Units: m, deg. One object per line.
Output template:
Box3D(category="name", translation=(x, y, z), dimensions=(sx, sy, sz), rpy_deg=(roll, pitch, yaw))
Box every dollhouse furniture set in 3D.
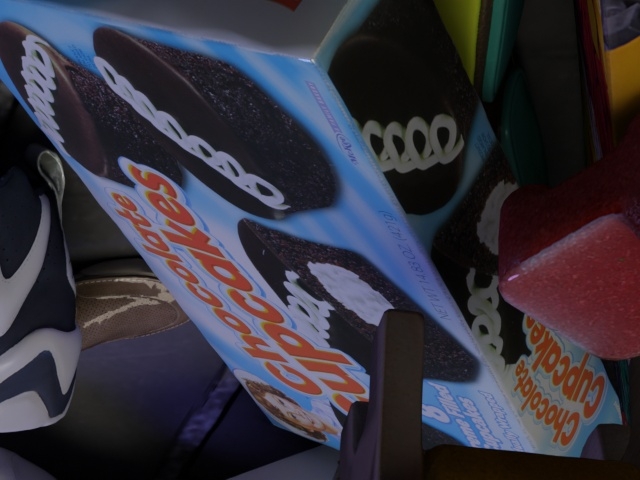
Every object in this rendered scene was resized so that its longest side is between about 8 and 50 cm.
Box3D(category="dollhouse furniture set", translation=(0.204, 0.077, 0.425), dimensions=(0.374, 0.152, 0.201), rpy_deg=(5, 140, -8))

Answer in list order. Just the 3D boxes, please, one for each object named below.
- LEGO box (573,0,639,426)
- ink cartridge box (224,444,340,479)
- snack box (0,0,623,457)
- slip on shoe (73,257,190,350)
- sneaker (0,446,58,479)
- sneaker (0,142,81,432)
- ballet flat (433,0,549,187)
Box3D(category="LEGO box", translation=(0.331, -0.096, 0.493), dimensions=(0.500, 0.193, 0.372), rpy_deg=(-9, 139, 8))
Box3D(category="ink cartridge box", translation=(0.041, 0.198, 0.829), dimensions=(0.278, 0.117, 0.201), rpy_deg=(-18, 140, -11))
Box3D(category="snack box", translation=(0.000, 0.000, 0.631), dimensions=(0.187, 0.060, 0.322), rpy_deg=(16, 153, 37))
Box3D(category="slip on shoe", translation=(-0.124, 0.041, 0.759), dimensions=(0.135, 0.041, 0.051), rpy_deg=(-4, 140, 3))
Box3D(category="sneaker", translation=(-0.106, 0.188, 0.907), dimensions=(0.129, 0.111, 0.297), rpy_deg=(-30, 139, 10))
Box3D(category="sneaker", translation=(-0.206, 0.002, 0.638), dimensions=(0.235, 0.094, 0.153), rpy_deg=(2, 103, -27))
Box3D(category="ballet flat", translation=(0.048, -0.070, 0.614), dimensions=(0.077, 0.077, 0.231), rpy_deg=(7, 144, 15))
